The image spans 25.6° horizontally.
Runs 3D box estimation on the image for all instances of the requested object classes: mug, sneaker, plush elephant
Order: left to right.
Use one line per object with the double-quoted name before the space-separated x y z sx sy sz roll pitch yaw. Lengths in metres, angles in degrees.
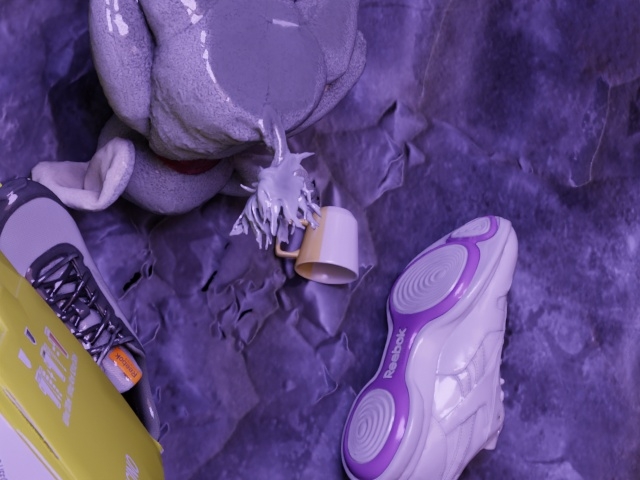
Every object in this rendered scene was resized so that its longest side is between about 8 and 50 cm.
"sneaker" -0.200 0.067 1.173 0.100 0.108 0.271 -40 124 -34
"plush elephant" -0.109 -0.129 1.223 0.272 0.255 0.330 5 74 -37
"mug" 0.004 0.000 1.360 0.078 0.062 0.064 21 67 -31
"sneaker" 0.128 0.122 1.400 0.152 0.114 0.305 35 73 -35

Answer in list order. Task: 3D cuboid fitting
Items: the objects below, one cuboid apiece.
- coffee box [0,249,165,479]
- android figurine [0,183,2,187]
"coffee box" -0.327 0.167 0.951 0.334 0.337 0.338 -37 103 -1
"android figurine" -0.353 0.025 1.170 0.273 0.056 0.248 -8 88 -27
